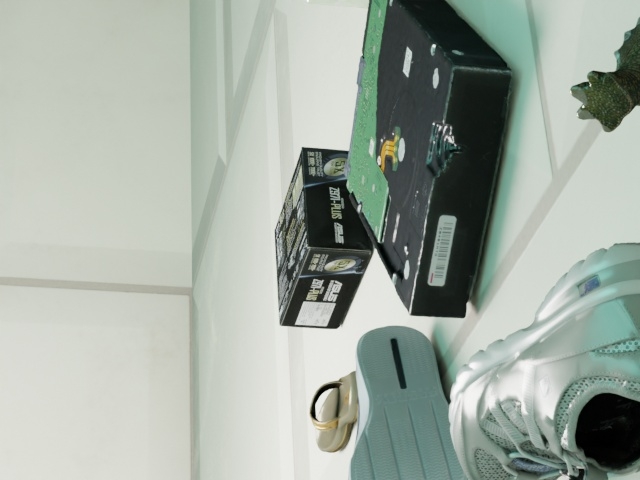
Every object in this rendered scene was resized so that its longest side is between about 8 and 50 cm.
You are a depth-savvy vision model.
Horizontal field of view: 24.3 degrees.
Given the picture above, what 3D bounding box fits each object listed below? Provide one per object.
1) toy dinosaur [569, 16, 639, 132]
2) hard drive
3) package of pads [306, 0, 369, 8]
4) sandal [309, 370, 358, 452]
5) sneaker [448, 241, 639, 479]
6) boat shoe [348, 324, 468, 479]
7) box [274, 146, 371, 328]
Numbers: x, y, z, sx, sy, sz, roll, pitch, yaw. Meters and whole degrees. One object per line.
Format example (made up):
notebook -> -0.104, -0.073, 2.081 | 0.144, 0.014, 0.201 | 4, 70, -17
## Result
toy dinosaur -> 0.216, -0.102, 0.687 | 0.160, 0.121, 0.313 | -55, 6, -36
hard drive -> 0.094, -0.101, 1.419 | 0.339, 0.064, 0.237 | -115, 31, -65
package of pads -> 0.041, -0.448, 1.691 | 0.296, 0.101, 0.229 | 111, 158, -53
sandal -> 0.014, 0.196, 1.742 | 0.180, 0.049, 0.072 | 119, 152, -64
sneaker -> 0.155, 0.115, 0.956 | 0.281, 0.105, 0.115 | 112, 158, -56
boat shoe -> 0.081, 0.196, 1.349 | 0.302, 0.109, 0.094 | -88, -7, -58
box -> 0.000, 0.000, 1.797 | 0.180, 0.077, 0.147 | 110, 160, -53
